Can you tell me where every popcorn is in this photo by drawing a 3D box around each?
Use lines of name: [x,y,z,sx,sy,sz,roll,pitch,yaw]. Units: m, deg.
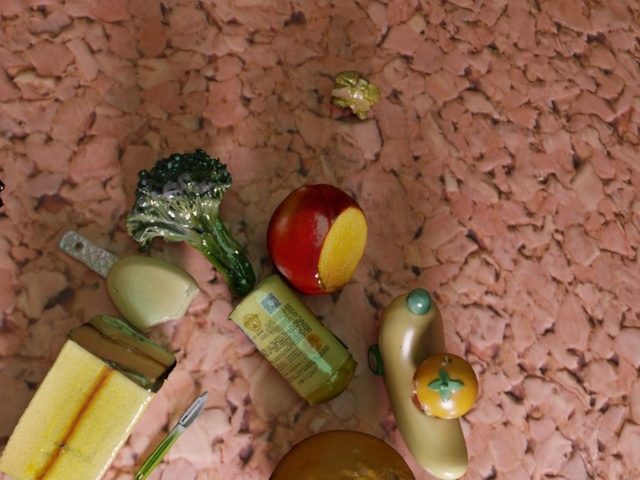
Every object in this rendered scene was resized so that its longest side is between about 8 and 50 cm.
popcorn: [0.071,-0.303,1.455,0.097,0.109,0.089,34,97,35]

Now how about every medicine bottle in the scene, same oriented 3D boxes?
medicine bottle: [-0.043,0.178,1.243,0.239,0.124,0.124,46,66,1]

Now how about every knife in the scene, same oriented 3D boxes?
knife: [-0.247,0.329,1.187,0.022,0.026,0.184,22,63,37]

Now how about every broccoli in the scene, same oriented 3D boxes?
broccoli: [-0.235,-0.016,1.251,0.199,0.177,0.274,-16,93,-18]

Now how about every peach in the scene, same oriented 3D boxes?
peach: [0.000,0.000,1.279,0.190,0.190,0.192,-17,58,-20]

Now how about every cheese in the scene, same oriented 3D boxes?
cheese: [-0.344,0.063,1.234,0.255,0.050,0.127,30,80,3]

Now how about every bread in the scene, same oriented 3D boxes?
bread: [-0.379,0.273,1.160,0.168,0.163,0.264,34,97,-3]

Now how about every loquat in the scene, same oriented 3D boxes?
loquat: [0.037,0.431,1.107,0.263,0.263,0.263,5,70,-14]

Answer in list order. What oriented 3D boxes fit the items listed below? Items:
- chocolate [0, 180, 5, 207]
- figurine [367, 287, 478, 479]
chocolate: [-0.601,-0.090,1.192,0.156,0.156,0.133,-43,114,-24]
figurine: [0.192,0.247,1.228,0.124,0.222,0.324,-8,74,-20]
